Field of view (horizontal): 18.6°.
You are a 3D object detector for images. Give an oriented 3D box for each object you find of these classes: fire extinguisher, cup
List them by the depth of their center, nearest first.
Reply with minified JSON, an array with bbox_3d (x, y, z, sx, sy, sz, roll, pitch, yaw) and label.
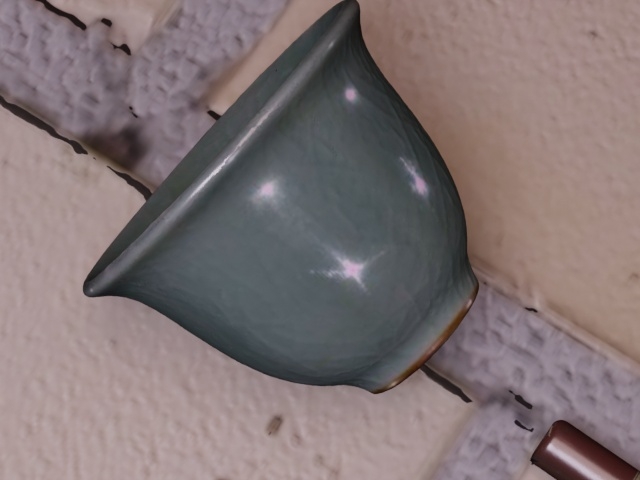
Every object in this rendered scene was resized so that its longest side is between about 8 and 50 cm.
[{"bbox_3d":[0.000,0.000,0.980,0.150,0.199,0.199,43,75,-7],"label":"cup"},{"bbox_3d":[0.185,0.150,0.993,0.173,0.049,0.035,34,67,8],"label":"fire extinguisher"}]
